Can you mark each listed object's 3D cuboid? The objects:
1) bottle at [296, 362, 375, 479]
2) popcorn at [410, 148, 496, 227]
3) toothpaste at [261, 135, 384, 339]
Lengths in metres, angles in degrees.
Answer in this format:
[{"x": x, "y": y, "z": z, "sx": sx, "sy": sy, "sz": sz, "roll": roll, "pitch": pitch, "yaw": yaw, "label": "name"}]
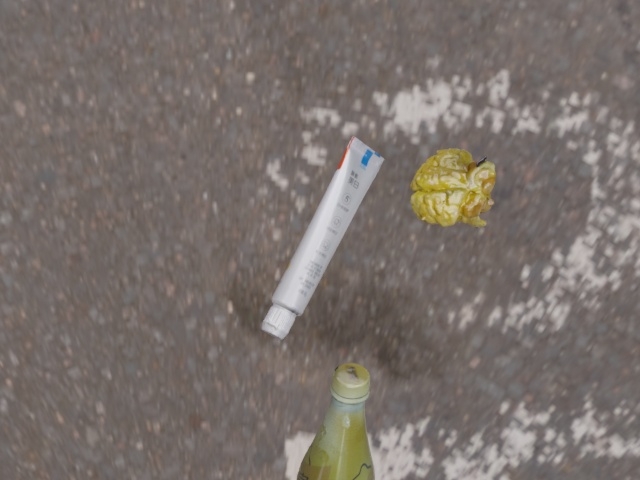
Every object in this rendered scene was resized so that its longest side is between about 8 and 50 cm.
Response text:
[{"x": 0.018, "y": 0.236, "z": 1.676, "sx": 0.083, "sy": 0.269, "sz": 0.083, "roll": 4, "pitch": 40, "yaw": -3, "label": "bottle"}, {"x": 0.128, "y": -0.053, "z": 1.478, "sx": 0.084, "sy": 0.084, "sz": 0.084, "roll": 1, "pitch": 70, "yaw": -3, "label": "popcorn"}, {"x": 0.000, "y": 0.000, "z": 1.444, "sx": 0.031, "sy": 0.048, "sz": 0.190, "roll": 19, "pitch": 80, "yaw": 49, "label": "toothpaste"}]
